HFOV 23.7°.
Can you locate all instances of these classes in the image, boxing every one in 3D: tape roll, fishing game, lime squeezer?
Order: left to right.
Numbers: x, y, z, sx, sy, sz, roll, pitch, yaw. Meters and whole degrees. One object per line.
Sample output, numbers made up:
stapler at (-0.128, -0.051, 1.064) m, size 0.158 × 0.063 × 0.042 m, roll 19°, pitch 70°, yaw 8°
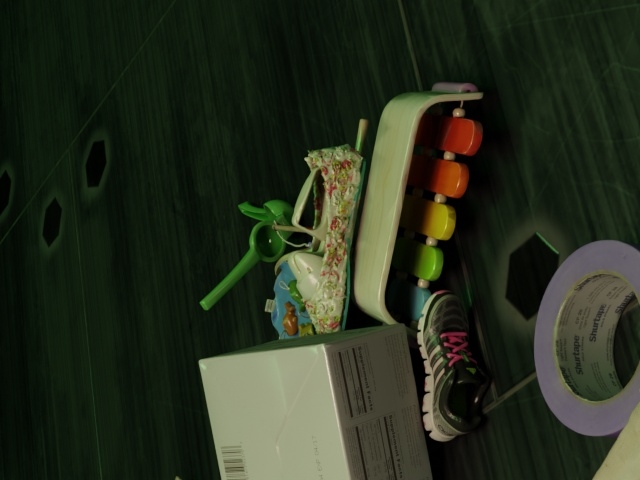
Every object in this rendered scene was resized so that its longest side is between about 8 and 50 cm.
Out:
lime squeezer at (-0.090, -0.007, 2.075) m, size 0.310 × 0.110 × 0.058 m, roll -75°, pitch -27°, yaw -63°
fishing game at (-0.026, 0.108, 1.968) m, size 0.189 × 0.041 × 0.264 m, roll 9°, pitch 106°, yaw 61°
tape roll at (0.295, 0.097, 1.464) m, size 0.189 × 0.080 × 0.189 m, roll -20°, pitch 66°, yaw 55°

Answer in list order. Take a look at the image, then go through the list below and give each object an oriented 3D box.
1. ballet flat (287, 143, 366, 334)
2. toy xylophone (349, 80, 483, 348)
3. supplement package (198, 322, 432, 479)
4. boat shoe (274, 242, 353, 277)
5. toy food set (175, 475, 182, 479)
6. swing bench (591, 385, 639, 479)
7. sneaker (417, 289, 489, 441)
ballet flat at (0.000, 0.000, 1.836) m, size 0.091 × 0.077 × 0.241 m, roll 162°, pitch 116°, yaw -71°
toy xylophone at (0.098, -0.044, 1.817) m, size 0.236 × 0.081 × 0.322 m, roll -136°, pitch 58°, yaw -69°
supplement package at (0.001, 0.241, 1.739) m, size 0.204 × 0.145 × 0.261 m, roll -10°, pitch 90°, yaw 42°
boat shoe at (-0.012, 0.039, 2.007) m, size 0.152 × 0.056 × 0.049 m, roll -29°, pitch 53°, yaw 53°
toy food set at (-0.186, 0.416, 2.133) m, size 0.192 × 0.039 × 0.132 m, roll 23°, pitch 102°, yaw 57°
swing bench at (0.325, 0.260, 1.201) m, size 0.165 × 0.255 × 0.253 m, roll 55°, pitch 128°, yaw 49°
sneaker at (0.153, 0.140, 1.705) m, size 0.075 × 0.063 × 0.170 m, roll -9°, pitch 80°, yaw 58°
